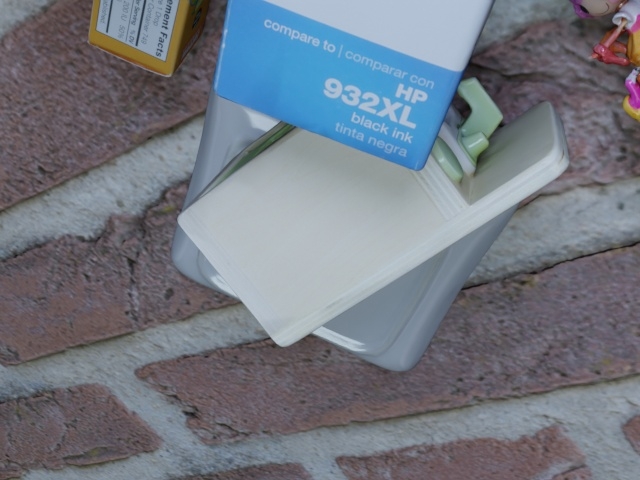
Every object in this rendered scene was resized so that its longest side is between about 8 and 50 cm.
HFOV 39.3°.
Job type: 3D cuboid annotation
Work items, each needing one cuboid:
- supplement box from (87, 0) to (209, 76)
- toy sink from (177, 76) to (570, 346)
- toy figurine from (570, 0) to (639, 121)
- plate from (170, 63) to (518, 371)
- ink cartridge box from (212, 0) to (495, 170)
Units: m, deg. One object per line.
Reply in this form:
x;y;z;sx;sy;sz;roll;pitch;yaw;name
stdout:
-0.103;-0.232;0.625;0.080;0.078;0.233;25;137;-3;supplement box
0.037;-0.059;0.636;0.234;0.153;0.131;-33;102;22;toy sink
0.209;-0.147;0.558;0.159;0.130;0.173;45;159;0;toy figurine
0.000;0.000;0.814;0.277;0.045;0.278;25;135;2;plate
0.063;-0.228;0.445;0.129;0.223;0.307;22;136;4;ink cartridge box
